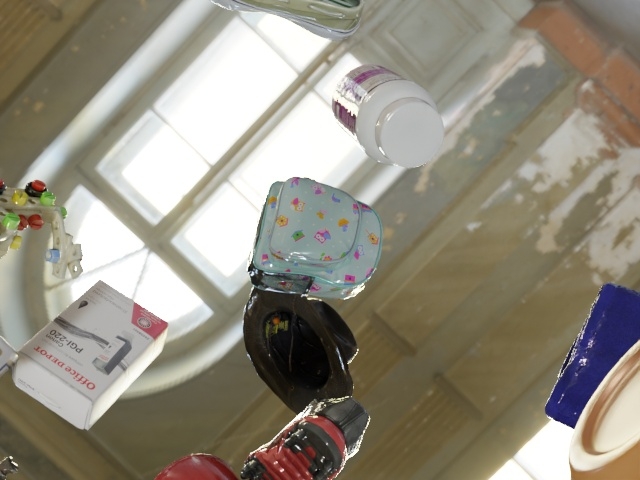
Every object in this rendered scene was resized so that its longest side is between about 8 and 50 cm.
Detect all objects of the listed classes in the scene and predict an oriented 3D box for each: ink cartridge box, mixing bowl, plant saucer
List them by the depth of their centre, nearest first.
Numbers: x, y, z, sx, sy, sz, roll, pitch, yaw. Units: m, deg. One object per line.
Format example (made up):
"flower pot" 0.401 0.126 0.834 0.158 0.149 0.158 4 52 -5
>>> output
"plant saucer" 0.245 0.116 0.596 0.037 0.200 0.200 38 -175 5
"mixing bowl" -0.163 0.411 1.188 0.181 0.181 0.098 41 157 -32
"ink cartridge box" -0.388 0.189 1.396 0.159 0.092 0.218 31 -136 8

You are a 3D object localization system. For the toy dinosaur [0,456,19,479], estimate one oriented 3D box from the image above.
"toy dinosaur" -0.475 0.435 1.239 0.313 0.160 0.121 47 172 -28

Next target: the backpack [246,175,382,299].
"backpack" 0.000 0.000 1.225 0.189 0.165 0.144 16 153 -10

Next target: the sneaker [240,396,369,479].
"sneaker" -0.019 0.299 1.173 0.097 0.276 0.135 49 -131 7

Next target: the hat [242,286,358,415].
"hat" -0.016 0.213 1.689 0.134 0.331 0.331 -19 -126 -38

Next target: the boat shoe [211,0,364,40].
"boat shoe" -0.071 -0.412 1.292 0.302 0.109 0.094 17 158 -10

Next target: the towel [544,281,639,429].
"towel" 0.450 0.190 0.987 0.308 0.227 0.076 21 144 26

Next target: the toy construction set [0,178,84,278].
"toy construction set" -0.628 -0.029 1.728 0.215 0.151 0.328 46 -169 29

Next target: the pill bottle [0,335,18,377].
"pill bottle" -0.490 0.183 1.072 0.094 0.169 0.094 34 156 18

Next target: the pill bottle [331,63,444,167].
"pill bottle" 0.136 -0.246 1.636 0.169 0.169 0.301 42 -173 -25
